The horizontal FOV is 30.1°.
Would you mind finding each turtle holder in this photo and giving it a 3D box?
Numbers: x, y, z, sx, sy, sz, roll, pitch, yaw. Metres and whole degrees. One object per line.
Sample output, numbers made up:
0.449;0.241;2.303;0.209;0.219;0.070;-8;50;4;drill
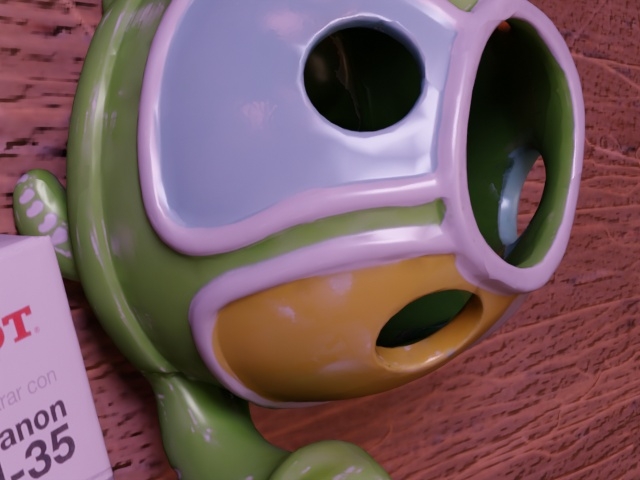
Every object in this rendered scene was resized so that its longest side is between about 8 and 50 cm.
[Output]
-0.006;-0.017;0.597;0.243;0.227;0.320;56;49;-35;turtle holder

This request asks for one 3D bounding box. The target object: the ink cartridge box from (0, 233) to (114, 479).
-0.182;0.157;0.464;0.207;0.117;0.283;-27;111;-48;ink cartridge box
